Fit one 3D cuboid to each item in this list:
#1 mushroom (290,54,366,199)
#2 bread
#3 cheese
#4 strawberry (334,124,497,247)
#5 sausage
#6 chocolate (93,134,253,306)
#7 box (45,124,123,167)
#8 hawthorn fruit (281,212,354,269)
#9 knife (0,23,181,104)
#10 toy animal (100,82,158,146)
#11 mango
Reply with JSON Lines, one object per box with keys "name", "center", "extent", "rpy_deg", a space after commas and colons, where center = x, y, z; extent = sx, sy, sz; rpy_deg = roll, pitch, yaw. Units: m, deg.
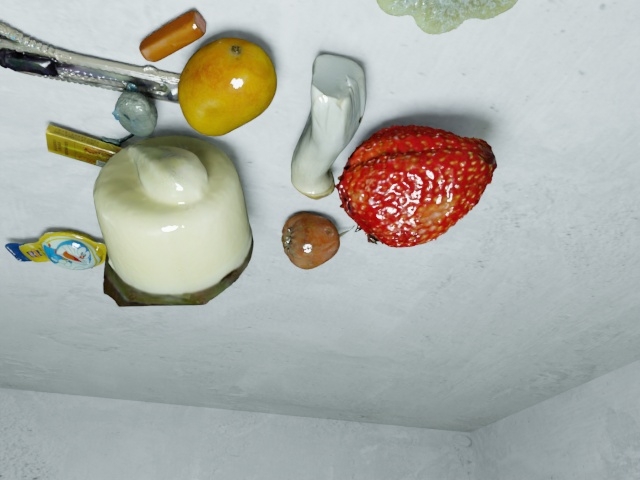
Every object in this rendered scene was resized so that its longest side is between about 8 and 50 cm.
{"name": "mushroom", "center": [0.000, -0.198, 0.927], "extent": [0.122, 0.159, 0.329], "rpy_deg": [40, 148, 13]}
{"name": "bread", "center": [0.170, -0.409, 0.708], "extent": [0.286, 0.056, 0.207], "rpy_deg": [31, 133, -34]}
{"name": "cheese", "center": [-0.714, 0.030, 1.324], "extent": [0.270, 0.069, 0.177], "rpy_deg": [-1, 145, 2]}
{"name": "strawberry", "center": [0.190, -0.120, 0.939], "extent": [0.288, 0.250, 0.238], "rpy_deg": [-11, 149, 44]}
{"name": "sausage", "center": [-0.252, -0.341, 0.817], "extent": [0.131, 0.041, 0.039], "rpy_deg": [-18, 163, 24]}
{"name": "chocolate", "center": [-0.316, -0.069, 0.996], "extent": [0.325, 0.314, 0.297], "rpy_deg": [-2, 137, 8]}
{"name": "box", "center": [-0.498, -0.193, 1.032], "extent": [0.156, 0.022, 0.089], "rpy_deg": [15, 158, -19]}
{"name": "hawthorn fruit", "center": [-0.009, 0.008, 1.221], "extent": [0.188, 0.149, 0.149], "rpy_deg": [14, 143, -12]}
{"name": "knife", "center": [-0.418, -0.307, 0.867], "extent": [0.364, 0.043, 0.089], "rpy_deg": [10, 149, -15]}
{"name": "toy animal", "center": [-0.365, -0.230, 0.942], "extent": [0.079, 0.070, 0.253], "rpy_deg": [35, 160, -22]}
{"name": "mango", "center": [-0.174, -0.266, 0.857], "extent": [0.221, 0.121, 0.151], "rpy_deg": [-21, 142, 39]}
